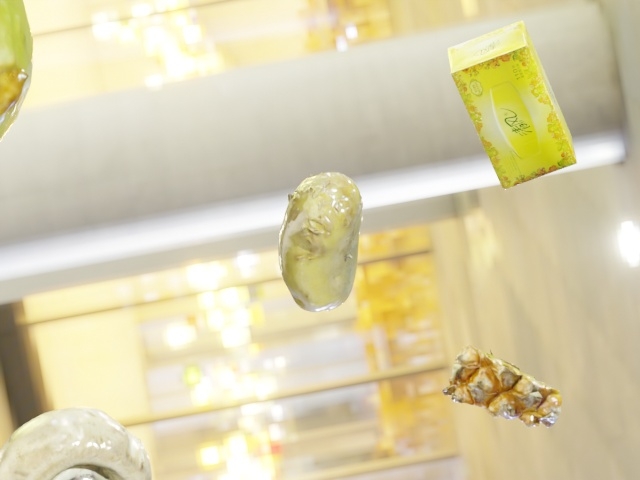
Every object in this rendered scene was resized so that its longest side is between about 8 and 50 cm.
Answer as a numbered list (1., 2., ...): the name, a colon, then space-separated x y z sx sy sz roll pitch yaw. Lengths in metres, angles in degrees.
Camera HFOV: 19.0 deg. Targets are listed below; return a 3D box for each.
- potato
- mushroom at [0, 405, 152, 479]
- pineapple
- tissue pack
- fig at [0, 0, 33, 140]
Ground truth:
1. potato: 0.000 0.000 1.749 0.091 0.070 0.138 -38 -36 -53
2. mushroom: -0.249 0.248 1.931 0.127 0.166 0.166 36 145 47
3. pineapple: 0.218 0.178 2.242 0.069 0.137 0.116 -65 -13 6
4. tissue pack: 0.222 -0.154 2.201 0.062 0.095 0.176 -92 -21 -56
5. fig: -0.437 -0.191 1.837 0.343 0.343 0.343 170 90 -89
